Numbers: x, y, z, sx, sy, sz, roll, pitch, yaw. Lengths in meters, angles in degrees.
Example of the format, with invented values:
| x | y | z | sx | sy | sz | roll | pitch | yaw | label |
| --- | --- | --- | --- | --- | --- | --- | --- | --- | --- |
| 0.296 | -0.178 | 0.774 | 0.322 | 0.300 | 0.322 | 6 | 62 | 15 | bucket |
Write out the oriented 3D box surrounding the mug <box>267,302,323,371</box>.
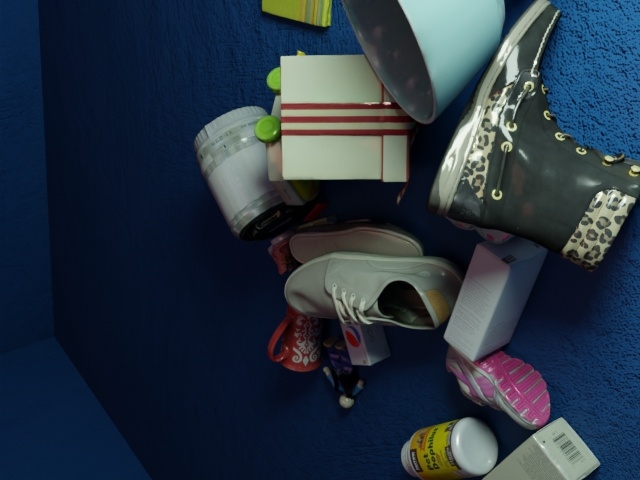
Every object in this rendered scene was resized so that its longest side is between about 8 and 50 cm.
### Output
| x | y | z | sx | sy | sz | roll | pitch | yaw | label |
| --- | --- | --- | --- | --- | --- | --- | --- | --- | --- |
| -0.051 | 0.239 | 1.907 | 0.113 | 0.150 | 0.169 | 17 | 116 | 21 | mug |

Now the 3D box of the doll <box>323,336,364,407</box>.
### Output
| x | y | z | sx | sy | sz | roll | pitch | yaw | label |
| --- | --- | --- | --- | --- | --- | --- | --- | --- | --- |
| 0.053 | 0.334 | 1.887 | 0.129 | 0.046 | 0.189 | 6 | 116 | 42 | doll |

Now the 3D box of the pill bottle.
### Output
| x | y | z | sx | sy | sz | roll | pitch | yaw | label |
| --- | --- | --- | --- | --- | --- | --- | --- | --- | --- |
| 0.265 | 0.448 | 1.597 | 0.215 | 0.117 | 0.117 | -36 | 76 | 53 | pill bottle |

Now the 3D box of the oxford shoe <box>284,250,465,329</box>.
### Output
| x | y | z | sx | sy | sz | roll | pitch | yaw | label |
| --- | --- | --- | --- | --- | --- | --- | --- | --- | --- |
| 0.088 | 0.116 | 1.581 | 0.449 | 0.130 | 0.169 | -4 | 125 | 39 | oxford shoe |

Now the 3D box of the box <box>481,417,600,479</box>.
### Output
| x | y | z | sx | sy | sz | roll | pitch | yaw | label |
| --- | --- | --- | --- | --- | --- | --- | --- | --- | --- |
| 0.400 | 0.461 | 1.447 | 0.113 | 0.094 | 0.275 | 54 | 141 | 23 | box |

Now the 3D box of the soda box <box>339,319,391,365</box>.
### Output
| x | y | z | sx | sy | sz | roll | pitch | yaw | label |
| --- | --- | --- | --- | --- | --- | --- | --- | --- | --- |
| 0.090 | 0.178 | 1.751 | 0.074 | 0.069 | 0.216 | -11 | 95 | 54 | soda box |

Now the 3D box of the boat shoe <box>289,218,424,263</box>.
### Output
| x | y | z | sx | sy | sz | roll | pitch | yaw | label |
| --- | --- | --- | --- | --- | --- | --- | --- | --- | --- |
| 0.085 | -0.003 | 1.651 | 0.335 | 0.095 | 0.112 | 2 | 120 | 35 | boat shoe |

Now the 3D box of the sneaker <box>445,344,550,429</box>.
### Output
| x | y | z | sx | sy | sz | roll | pitch | yaw | label |
| --- | --- | --- | --- | --- | --- | --- | --- | --- | --- |
| 0.337 | 0.273 | 1.455 | 0.252 | 0.103 | 0.111 | 49 | 143 | 38 | sneaker |

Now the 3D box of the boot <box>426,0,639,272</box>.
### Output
| x | y | z | sx | sy | sz | roll | pitch | yaw | label |
| --- | --- | --- | --- | --- | --- | --- | --- | --- | --- |
| 0.361 | -0.159 | 1.163 | 0.284 | 0.377 | 0.138 | 27 | 173 | 10 | boot |

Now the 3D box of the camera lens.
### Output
| x | y | z | sx | sy | sz | roll | pitch | yaw | label |
| --- | --- | --- | --- | --- | --- | --- | --- | --- | --- |
| -0.156 | -0.152 | 1.803 | 0.274 | 0.219 | 0.219 | 62 | 143 | 14 | camera lens |

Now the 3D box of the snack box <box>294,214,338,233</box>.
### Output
| x | y | z | sx | sy | sz | roll | pitch | yaw | label |
| --- | --- | --- | --- | --- | --- | --- | --- | --- | --- |
| 0.000 | 0.000 | 1.818 | 0.141 | 0.037 | 0.100 | -16 | 90 | 54 | snack box |

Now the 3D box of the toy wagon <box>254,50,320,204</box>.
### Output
| x | y | z | sx | sy | sz | roll | pitch | yaw | label |
| --- | --- | --- | --- | --- | --- | --- | --- | --- | --- |
| -0.043 | -0.254 | 1.608 | 0.068 | 0.267 | 0.344 | 3 | 67 | 20 | toy wagon |

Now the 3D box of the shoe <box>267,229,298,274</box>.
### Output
| x | y | z | sx | sy | sz | roll | pitch | yaw | label |
| --- | --- | --- | --- | --- | --- | --- | --- | --- | --- |
| -0.086 | 0.032 | 1.903 | 0.081 | 0.063 | 0.178 | 62 | 163 | 7 | shoe |

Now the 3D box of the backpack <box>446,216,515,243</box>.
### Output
| x | y | z | sx | sy | sz | roll | pitch | yaw | label |
| --- | --- | --- | --- | --- | --- | --- | --- | --- | --- |
| 0.296 | -0.088 | 1.307 | 0.188 | 0.144 | 0.166 | 38 | 127 | 30 | backpack |

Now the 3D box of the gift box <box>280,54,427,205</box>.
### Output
| x | y | z | sx | sy | sz | roll | pitch | yaw | label |
| --- | --- | --- | --- | --- | --- | --- | --- | --- | --- |
| 0.072 | -0.210 | 1.405 | 0.258 | 0.255 | 0.276 | -1 | 104 | 8 | gift box |

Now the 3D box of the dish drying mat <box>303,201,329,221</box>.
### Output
| x | y | z | sx | sy | sz | roll | pitch | yaw | label |
| --- | --- | --- | --- | --- | --- | --- | --- | --- | --- |
| -0.011 | -0.069 | 1.807 | 0.083 | 0.032 | 0.008 | -47 | 58 | 51 | dish drying mat |

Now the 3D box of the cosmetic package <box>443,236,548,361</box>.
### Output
| x | y | z | sx | sy | sz | roll | pitch | yaw | label |
| --- | --- | --- | --- | --- | --- | --- | --- | --- | --- |
| 0.317 | 0.101 | 1.380 | 0.085 | 0.117 | 0.231 | 39 | 132 | 35 | cosmetic package |

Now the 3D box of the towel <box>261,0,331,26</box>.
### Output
| x | y | z | sx | sy | sz | roll | pitch | yaw | label |
| --- | --- | --- | --- | --- | --- | --- | --- | --- | --- |
| -0.054 | -0.542 | 1.671 | 0.237 | 0.021 | 0.102 | 29 | 121 | 44 | towel |

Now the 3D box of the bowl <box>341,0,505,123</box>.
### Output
| x | y | z | sx | sy | sz | roll | pitch | yaw | label |
| --- | --- | --- | --- | --- | --- | --- | --- | --- | --- |
| 0.156 | -0.346 | 1.114 | 0.311 | 0.163 | 0.311 | 61 | 176 | 7 | bowl |
